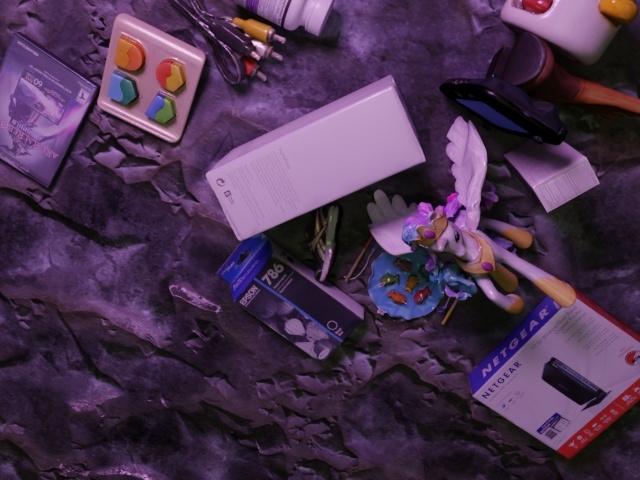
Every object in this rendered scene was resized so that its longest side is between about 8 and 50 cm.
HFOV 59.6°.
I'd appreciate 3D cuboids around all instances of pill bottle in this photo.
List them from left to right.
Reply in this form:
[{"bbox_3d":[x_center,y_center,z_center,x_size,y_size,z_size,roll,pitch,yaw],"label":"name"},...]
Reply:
[{"bbox_3d":[-0.074,-0.460,1.036,0.193,0.108,0.108,25,112,-5],"label":"pill bottle"}]

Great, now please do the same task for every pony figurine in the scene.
[{"bbox_3d":[0.280,-0.025,1.084,0.363,0.351,0.303,28,117,-26],"label":"pony figurine"}]

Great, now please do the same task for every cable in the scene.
[{"bbox_3d":[-0.207,-0.425,1.110,0.287,0.072,0.139,40,128,3],"label":"cable"}]

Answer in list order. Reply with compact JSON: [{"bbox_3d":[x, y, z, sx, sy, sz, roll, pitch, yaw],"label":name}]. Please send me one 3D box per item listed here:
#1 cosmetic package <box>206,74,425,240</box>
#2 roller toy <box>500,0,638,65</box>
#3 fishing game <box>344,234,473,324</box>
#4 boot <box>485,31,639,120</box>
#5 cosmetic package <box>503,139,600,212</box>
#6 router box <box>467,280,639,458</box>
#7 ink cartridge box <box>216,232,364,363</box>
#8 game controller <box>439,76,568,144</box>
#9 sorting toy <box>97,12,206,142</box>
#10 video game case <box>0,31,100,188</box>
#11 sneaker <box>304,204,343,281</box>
[{"bbox_3d":[-0.003,-0.167,1.094,0.384,0.217,0.156,-21,108,16],"label":"cosmetic package"},{"bbox_3d":[0.424,-0.406,0.958,0.191,0.209,0.146,29,112,3],"label":"roller toy"},{"bbox_3d":[0.196,0.101,1.275,0.264,0.041,0.189,28,110,-5],"label":"fishing game"},{"bbox_3d":[0.450,-0.259,0.981,0.280,0.264,0.096,21,98,-1],"label":"boot"},{"bbox_3d":[0.423,-0.136,1.045,0.098,0.239,0.060,-30,107,17],"label":"cosmetic package"},{"bbox_3d":[0.569,0.308,1.296,0.301,0.082,0.335,33,112,-8],"label":"router box"},{"bbox_3d":[-0.075,0.131,1.304,0.332,0.065,0.165,36,112,-8],"label":"ink cartridge box"},{"bbox_3d":[0.306,-0.231,0.977,0.166,0.319,0.067,22,104,-7],"label":"game controller"},{"bbox_3d":[-0.354,-0.326,1.149,0.192,0.038,0.208,26,119,-4],"label":"sorting toy"},{"bbox_3d":[-0.623,-0.276,1.216,0.196,0.026,0.274,34,111,-8],"label":"video game case"},{"bbox_3d":[0.000,0.000,1.248,0.077,0.072,0.178,13,105,13],"label":"sneaker"}]
